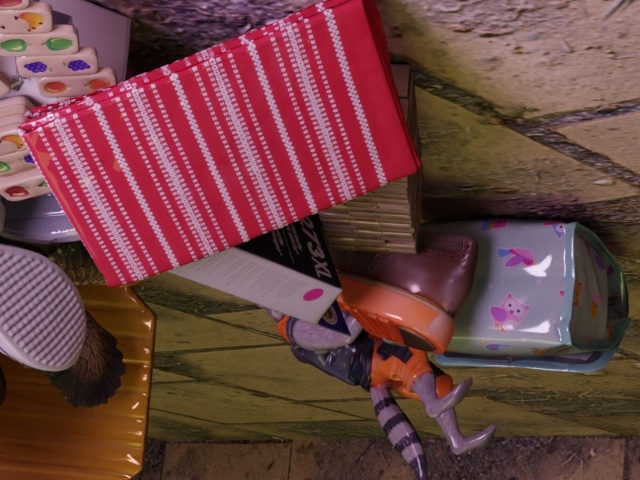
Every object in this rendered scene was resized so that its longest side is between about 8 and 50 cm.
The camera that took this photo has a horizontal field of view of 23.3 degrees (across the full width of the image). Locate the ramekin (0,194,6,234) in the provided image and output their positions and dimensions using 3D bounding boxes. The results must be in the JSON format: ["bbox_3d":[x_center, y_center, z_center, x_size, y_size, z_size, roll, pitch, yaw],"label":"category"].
[{"bbox_3d":[-0.422,-0.086,1.449,0.272,0.127,0.273,6,167,1],"label":"ramekin"}]

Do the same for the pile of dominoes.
[{"bbox_3d":[-0.252,-0.102,1.126,0.196,0.040,0.251,-13,155,15],"label":"pile of dominoes"}]

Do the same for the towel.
[{"bbox_3d":[-0.067,-0.074,1.179,0.274,0.031,0.199,-21,137,1],"label":"towel"}]

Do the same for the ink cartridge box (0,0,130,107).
[{"bbox_3d":[-0.280,-0.150,1.205,0.218,0.092,0.158,20,159,-40],"label":"ink cartridge box"}]

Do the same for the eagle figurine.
[{"bbox_3d":[-0.318,0.057,1.882,0.298,0.225,0.226,24,145,-23],"label":"eagle figurine"}]

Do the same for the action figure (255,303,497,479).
[{"bbox_3d":[0.043,0.133,1.928,0.330,0.178,0.341,35,-177,27],"label":"action figure"}]

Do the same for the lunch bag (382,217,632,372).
[{"bbox_3d":[0.215,0.063,1.733,0.223,0.160,0.262,0,172,24],"label":"lunch bag"}]

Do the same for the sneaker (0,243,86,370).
[{"bbox_3d":[-0.358,0.044,1.504,0.161,0.102,0.282,1,155,34],"label":"sneaker"}]

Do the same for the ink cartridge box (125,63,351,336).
[{"bbox_3d":[-0.085,-0.034,1.412,0.069,0.176,0.371,-34,148,21],"label":"ink cartridge box"}]

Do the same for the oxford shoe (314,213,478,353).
[{"bbox_3d":[0.000,0.000,1.652,0.363,0.133,0.130,22,167,24],"label":"oxford shoe"}]

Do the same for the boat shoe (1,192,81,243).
[{"bbox_3d":[-0.224,-0.042,1.594,0.302,0.109,0.094,2,168,4],"label":"boat shoe"}]

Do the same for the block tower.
[{"bbox_3d":[0.043,-0.067,1.412,0.097,0.091,0.335,3,166,8],"label":"block tower"}]

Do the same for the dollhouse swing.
[{"bbox_3d":[-0.401,0.188,1.981,0.315,0.347,0.305,4,177,6],"label":"dollhouse swing"}]

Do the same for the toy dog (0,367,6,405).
[{"bbox_3d":[-0.524,0.118,1.626,0.284,0.408,0.395,-52,171,30],"label":"toy dog"}]
